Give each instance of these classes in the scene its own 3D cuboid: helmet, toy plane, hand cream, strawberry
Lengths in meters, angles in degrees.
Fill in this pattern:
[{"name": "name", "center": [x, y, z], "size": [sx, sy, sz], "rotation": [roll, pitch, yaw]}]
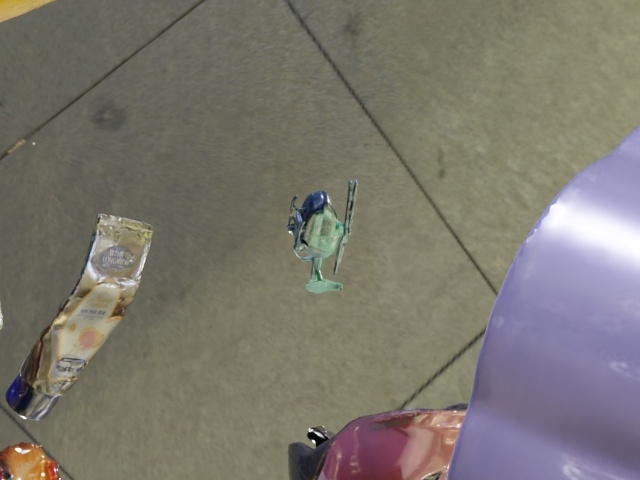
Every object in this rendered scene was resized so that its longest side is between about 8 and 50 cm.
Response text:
[{"name": "helmet", "center": [0.078, 0.281, 1.065], "size": [0.198, 0.253, 0.154], "rotation": [8, 74, -48]}, {"name": "toy plane", "center": [0.000, 0.000, 1.342], "size": [0.096, 0.060, 0.235], "rotation": [-5, 135, -14]}, {"name": "hand cream", "center": [-0.175, 0.056, 0.641], "size": [0.062, 0.039, 0.163], "rotation": [16, 110, -56]}, {"name": "strawberry", "center": [-0.411, 0.349, 1.199], "size": [0.085, 0.192, 0.140], "rotation": [-37, 136, 2]}]

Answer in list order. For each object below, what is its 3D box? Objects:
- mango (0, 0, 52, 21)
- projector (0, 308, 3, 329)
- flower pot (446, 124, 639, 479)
[{"name": "mango", "center": [-0.168, -0.151, 0.320], "size": [0.201, 0.199, 0.350], "rotation": [34, 49, 14]}, {"name": "projector", "center": [-0.458, 0.044, 1.157], "size": [0.061, 0.115, 0.147], "rotation": [-11, 112, -26]}, {"name": "flower pot", "center": [0.221, 0.103, 0.364], "size": [0.265, 0.243, 0.265], "rotation": [-25, 126, -40]}]
